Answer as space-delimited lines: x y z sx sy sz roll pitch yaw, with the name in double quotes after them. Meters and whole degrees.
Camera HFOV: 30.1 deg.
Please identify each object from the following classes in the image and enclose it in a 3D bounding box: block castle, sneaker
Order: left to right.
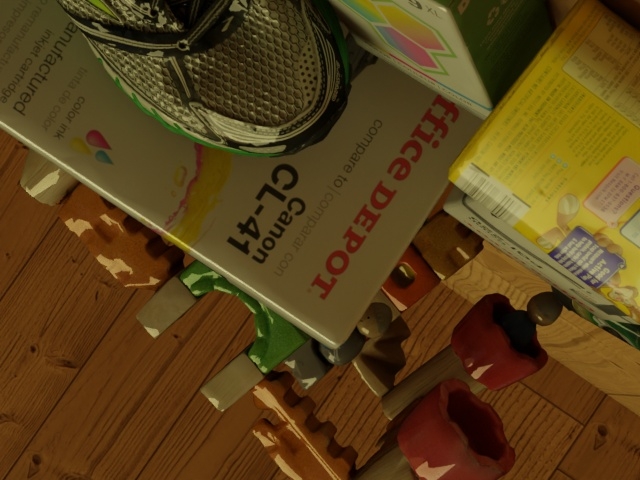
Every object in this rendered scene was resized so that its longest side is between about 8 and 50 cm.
-0.121 -0.177 0.660 0.343 0.134 0.146 45 -175 -4 "sneaker"
0.000 0.000 1.024 0.453 0.213 0.303 49 -156 0 "block castle"

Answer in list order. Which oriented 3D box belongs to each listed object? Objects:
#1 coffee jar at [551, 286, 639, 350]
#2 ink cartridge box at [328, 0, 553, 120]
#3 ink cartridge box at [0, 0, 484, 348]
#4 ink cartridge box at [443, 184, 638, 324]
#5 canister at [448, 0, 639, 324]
0.287 0.058 1.012 0.184 0.079 0.096 32 179 33 "coffee jar"
0.048 -0.141 0.603 0.109 0.062 0.209 34 177 23 "ink cartridge box"
-0.055 -0.102 0.802 0.306 0.226 0.131 33 179 1 "ink cartridge box"
0.184 -0.019 0.812 0.158 0.092 0.218 35 179 -2 "ink cartridge box"
0.164 -0.027 0.599 0.170 0.126 0.073 38 -142 2 "canister"
